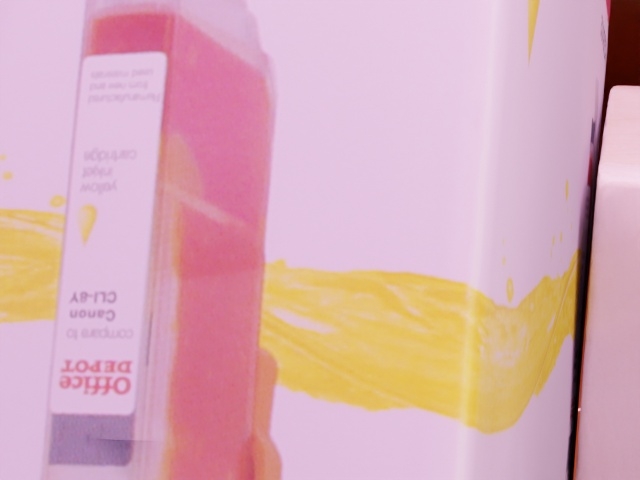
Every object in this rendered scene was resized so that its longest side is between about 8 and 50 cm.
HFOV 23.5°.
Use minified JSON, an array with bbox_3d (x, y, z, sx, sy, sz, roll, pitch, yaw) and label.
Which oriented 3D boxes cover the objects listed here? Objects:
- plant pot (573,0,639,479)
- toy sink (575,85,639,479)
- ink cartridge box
[{"bbox_3d":[0.123,0.011,0.776,0.203,0.291,0.290,-95,-171,-87],"label":"plant pot"},{"bbox_3d":[0.173,0.071,0.568,0.131,0.153,0.234,-58,150,-67],"label":"toy sink"},{"bbox_3d":[0.000,0.000,0.494,0.279,0.160,0.384,20,74,-75],"label":"ink cartridge box"}]
